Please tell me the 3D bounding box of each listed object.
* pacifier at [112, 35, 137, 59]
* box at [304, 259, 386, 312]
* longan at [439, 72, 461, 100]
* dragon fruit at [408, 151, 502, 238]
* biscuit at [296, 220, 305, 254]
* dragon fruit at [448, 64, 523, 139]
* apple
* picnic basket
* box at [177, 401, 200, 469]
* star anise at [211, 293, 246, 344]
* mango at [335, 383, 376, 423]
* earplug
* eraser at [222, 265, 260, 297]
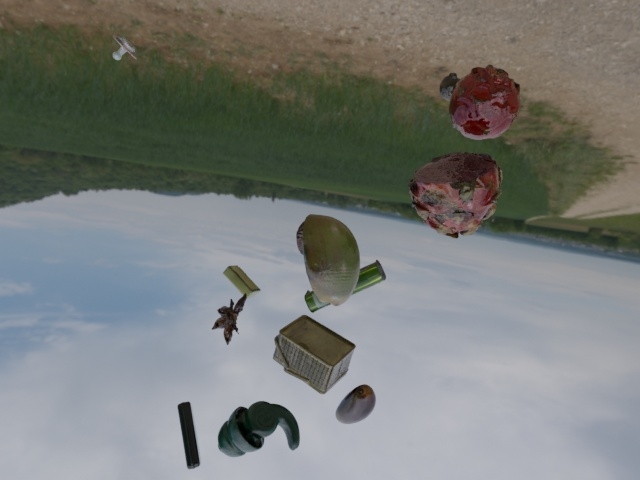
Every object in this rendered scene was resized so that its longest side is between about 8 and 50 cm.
[{"bbox_3d":[-0.687,-0.658,1.455,0.081,0.078,0.099,47,-176,39],"label":"pacifier"},{"bbox_3d":[0.102,0.194,1.788,0.346,0.097,0.134,-26,177,14],"label":"box"},{"bbox_3d":[0.543,-0.638,1.740,0.106,0.106,0.119,10,142,18],"label":"longan"},{"bbox_3d":[0.482,-0.139,1.452,0.296,0.262,0.314,11,-144,46],"label":"dragon fruit"},{"bbox_3d":[0.000,0.000,1.565,0.192,0.192,0.049,8,-158,2],"label":"biscuit"},{"bbox_3d":[0.549,-0.458,1.413,0.241,0.240,0.252,6,171,-20],"label":"dragon fruit"},{"bbox_3d":[0.031,0.049,1.164,0.120,0.264,0.193,-12,170,28],"label":"apple"},{"bbox_3d":[-0.036,0.502,1.878,0.313,0.175,0.228,27,-154,25],"label":"picnic basket"},{"bbox_3d":[-0.489,0.726,1.573,0.050,0.230,0.160,-11,158,-18],"label":"box"},{"bbox_3d":[-0.380,0.315,1.712,0.157,0.212,0.053,-1,163,29],"label":"star anise"},{"bbox_3d":[0.147,0.679,1.721,0.133,0.267,0.111,-1,-133,-33],"label":"mango"},{"bbox_3d":[-0.242,0.714,1.571,0.280,0.257,0.164,-30,-138,3],"label":"earplug"},{"bbox_3d":[-0.371,0.195,1.985,0.172,0.058,0.117,45,-175,11],"label":"eraser"}]
